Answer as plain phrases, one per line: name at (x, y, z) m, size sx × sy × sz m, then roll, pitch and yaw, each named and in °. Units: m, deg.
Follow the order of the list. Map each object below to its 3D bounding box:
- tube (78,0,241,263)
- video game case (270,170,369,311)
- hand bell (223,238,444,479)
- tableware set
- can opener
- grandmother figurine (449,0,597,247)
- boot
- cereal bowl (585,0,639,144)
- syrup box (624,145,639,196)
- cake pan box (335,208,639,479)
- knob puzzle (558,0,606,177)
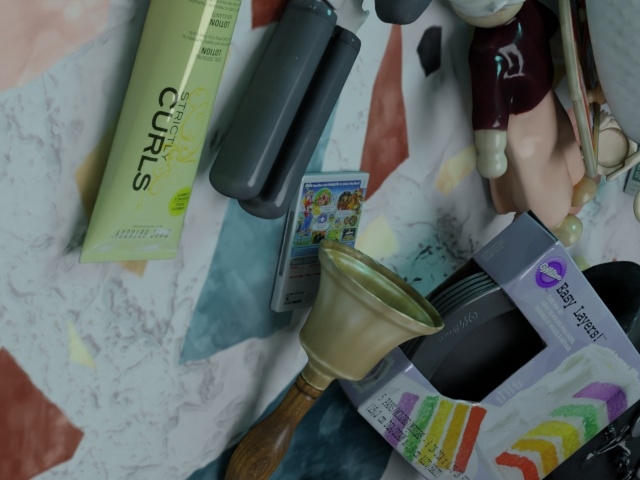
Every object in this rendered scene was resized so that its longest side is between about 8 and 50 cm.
tube at (-0.106, -0.095, 0.890) m, size 0.070 × 0.062 × 0.240 m, roll 15°, pitch 105°, yaw -10°
video game case at (0.000, 0.000, 1.092) m, size 0.087 × 0.011 × 0.122 m, roll -5°, pitch 112°, yaw -47°
hand bell at (-0.015, 0.131, 1.076) m, size 0.126 × 0.126 × 0.242 m, roll 21°, pitch 108°, yaw -51°
tableware set at (0.376, -0.095, 1.388) m, size 0.141 × 0.020 × 0.169 m, roll -45°, pitch 104°, yaw -1°
can opener at (0.015, -0.149, 0.966) m, size 0.076 × 0.095 × 0.283 m, roll 37°, pitch 73°, yaw -50°
grandmother figurine at (0.179, -0.142, 1.167) m, size 0.208 × 0.104 × 0.342 m, roll -71°, pitch 148°, yaw -42°
boot at (0.386, 0.181, 1.537) m, size 0.367 × 0.146 × 0.445 m, roll -48°, pitch 133°, yaw -24°
cereal bowl at (0.376, -0.261, 1.213) m, size 0.339 × 0.141 × 0.339 m, roll -5°, pitch 96°, yaw -59°
syrup box at (0.474, -0.074, 1.532) m, size 0.237 × 0.093 × 0.096 m, roll 6°, pitch 104°, yaw -50°
cake pan box at (0.174, 0.130, 1.221) m, size 0.246 × 0.070 × 0.267 m, roll -40°, pitch 128°, yaw 0°
knob puzzle at (0.256, -0.187, 1.201) m, size 0.213 × 0.030 × 0.213 m, roll -7°, pitch 90°, yaw -71°
